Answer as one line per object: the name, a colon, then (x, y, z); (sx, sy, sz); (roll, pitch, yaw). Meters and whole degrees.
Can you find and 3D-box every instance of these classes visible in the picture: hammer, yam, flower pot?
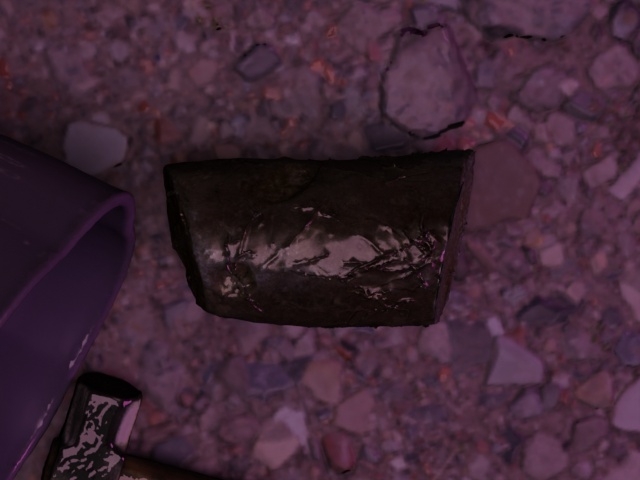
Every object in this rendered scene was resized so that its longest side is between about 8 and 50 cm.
hammer: (0.009, 0.179, 1.146); (0.365, 0.043, 0.111); (16, 101, -9)
yam: (0.000, 0.000, 1.070); (0.183, 0.107, 0.107); (1, 103, -2)
flower pot: (-0.265, 0.035, 0.998); (0.243, 0.265, 0.265); (28, 101, 8)
